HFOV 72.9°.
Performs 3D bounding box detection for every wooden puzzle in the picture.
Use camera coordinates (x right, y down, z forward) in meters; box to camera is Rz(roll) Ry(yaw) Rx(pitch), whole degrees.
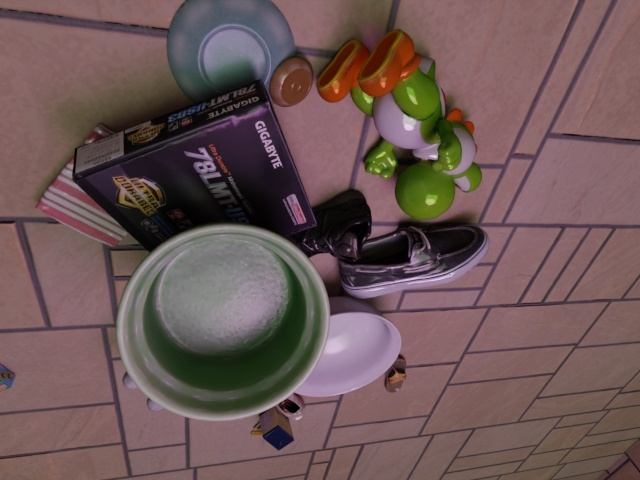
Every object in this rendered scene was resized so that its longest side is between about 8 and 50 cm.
[{"bbox_3d":[-0.157,0.562,1.314,0.079,0.014,0.116,19,119,-28],"label":"wooden puzzle"}]

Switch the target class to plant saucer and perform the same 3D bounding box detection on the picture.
[{"bbox_3d":[-0.042,-0.247,0.689,0.084,0.015,0.083,-29,148,-21],"label":"plant saucer"},{"bbox_3d":[-0.130,-0.272,0.652,0.195,0.037,0.194,-8,128,-10],"label":"plant saucer"}]

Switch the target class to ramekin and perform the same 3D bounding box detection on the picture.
[{"bbox_3d":[-0.149,0.110,0.691,0.304,0.148,0.303,-3,102,-14],"label":"ramekin"}]

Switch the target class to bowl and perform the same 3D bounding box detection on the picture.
[{"bbox_3d":[0.029,0.229,1.029,0.298,0.134,0.297,-8,129,-11],"label":"bowl"}]

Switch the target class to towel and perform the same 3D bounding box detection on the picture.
[{"bbox_3d":[-0.364,-0.087,0.739,0.197,0.029,0.144,-44,126,15],"label":"towel"}]

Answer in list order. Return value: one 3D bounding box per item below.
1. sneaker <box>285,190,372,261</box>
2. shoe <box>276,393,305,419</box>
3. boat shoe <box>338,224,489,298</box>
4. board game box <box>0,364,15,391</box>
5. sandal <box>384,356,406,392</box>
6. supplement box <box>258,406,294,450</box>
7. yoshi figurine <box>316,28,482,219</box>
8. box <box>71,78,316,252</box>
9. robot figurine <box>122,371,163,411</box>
[{"bbox_3d":[0.000,0.000,0.846,0.228,0.130,0.087,-26,128,7],"label":"sneaker"},{"bbox_3d":[-0.097,0.460,1.222,0.077,0.058,0.219,-23,130,2],"label":"shoe"},{"bbox_3d":[0.199,0.032,0.930,0.336,0.121,0.119,-20,134,3],"label":"boat shoe"},{"bbox_3d":[-0.776,0.262,0.883,0.160,0.039,0.211,-20,129,1],"label":"board game box"},{"bbox_3d":[0.222,0.403,1.277,0.072,0.049,0.180,-12,130,-7],"label":"sandal"},{"bbox_3d":[-0.128,0.540,1.250,0.056,0.083,0.083,-34,121,2],"label":"supplement box"},{"bbox_3d":[0.152,-0.156,0.740,0.203,0.203,0.362,-30,134,29],"label":"yoshi figurine"},{"bbox_3d":[-0.181,-0.081,0.719,0.294,0.073,0.295,-18,145,2],"label":"box"},{"bbox_3d":[-0.231,0.210,0.894,0.354,0.199,0.300,-34,112,11],"label":"robot figurine"}]
